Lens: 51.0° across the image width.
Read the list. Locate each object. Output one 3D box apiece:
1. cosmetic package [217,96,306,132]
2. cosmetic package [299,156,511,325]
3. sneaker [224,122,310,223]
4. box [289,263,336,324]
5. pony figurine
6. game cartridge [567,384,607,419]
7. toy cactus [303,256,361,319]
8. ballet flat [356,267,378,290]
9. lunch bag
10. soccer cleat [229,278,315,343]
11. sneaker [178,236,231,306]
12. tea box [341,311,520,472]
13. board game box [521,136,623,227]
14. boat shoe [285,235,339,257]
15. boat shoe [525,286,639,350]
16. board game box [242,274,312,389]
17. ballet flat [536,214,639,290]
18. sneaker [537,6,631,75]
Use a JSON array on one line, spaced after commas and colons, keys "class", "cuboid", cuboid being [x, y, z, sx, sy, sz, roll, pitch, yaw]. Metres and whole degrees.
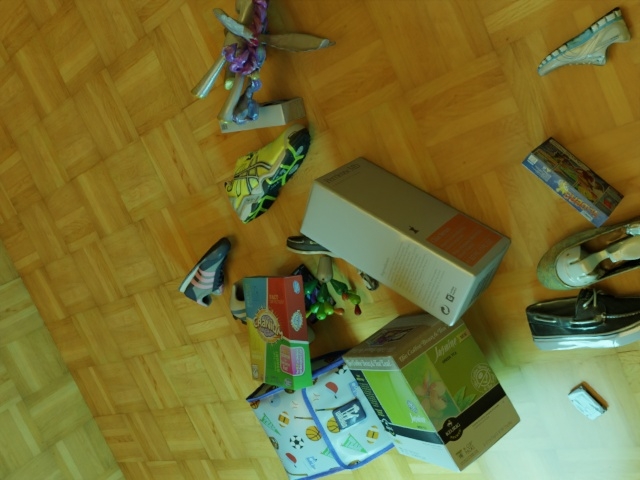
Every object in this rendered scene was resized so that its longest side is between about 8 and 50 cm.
[{"class": "cosmetic package", "cuboid": [-0.165, -0.348, 1.856, 0.238, 0.099, 0.061, 0, 109, 37]}, {"class": "cosmetic package", "cuboid": [0.202, -0.013, 1.648, 0.453, 0.230, 0.162, 31, 127, 21]}, {"class": "sneaker", "cuboid": [-0.167, -0.204, 1.897, 0.147, 0.145, 0.385, 49, 130, 7]}, {"class": "box", "cuboid": [-0.040, 0.165, 2.054, 0.162, 0.029, 0.116, 50, 131, 8]}, {"class": "pony figurine", "cuboid": [-0.181, -0.482, 1.693, 0.351, 0.302, 0.364, 46, 122, 44]}, {"class": "game cartridge", "cuboid": [0.652, 0.398, 1.645, 0.083, 0.017, 0.056, 46, 128, 10]}, {"class": "toy cactus", "cuboid": [0.018, 0.140, 1.952, 0.218, 0.112, 0.181, 0, 83, 26]}, {"class": "ballet flat", "cuboid": [0.125, 0.092, 1.885, 0.041, 0.041, 0.114, -29, 92, 42]}, {"class": "lunch bag", "cuboid": [0.017, 0.533, 2.064, 0.385, 0.239, 0.328, -25, 95, 26]}, {"class": "soccer cleat", "cuboid": [-0.162, 0.227, 2.120, 0.331, 0.116, 0.143, 21, 123, 29]}, {"class": "sneaker", "cuboid": [-0.353, 0.108, 2.235, 0.131, 0.112, 0.319, 39, 135, -6]}, {"class": "tea box", "cuboid": [0.269, 0.370, 1.712, 0.324, 0.220, 0.329, 59, 159, -2]}, {"class": "board game box", "cuboid": [0.529, -0.126, 1.402, 0.201, 0.136, 0.035, 44, 130, 13]}, {"class": "boat shoe", "cuboid": [0.000, 0.000, 1.913, 0.227, 0.081, 0.069, 5, 111, 28]}, {"class": "boat shoe", "cuboid": [0.604, 0.166, 1.496, 0.335, 0.121, 0.119, -23, 101, 44]}, {"class": "board game box", "cuboid": [-0.130, 0.261, 1.965, 0.242, 0.064, 0.317, -6, 90, 54]}, {"class": "ballet flat", "cuboid": [0.603, 0.030, 1.419, 0.348, 0.123, 0.123, -28, 93, 38]}, {"class": "sneaker", "cuboid": [0.524, -0.371, 1.335, 0.190, 0.071, 0.083, -31, 97, 43]}]
